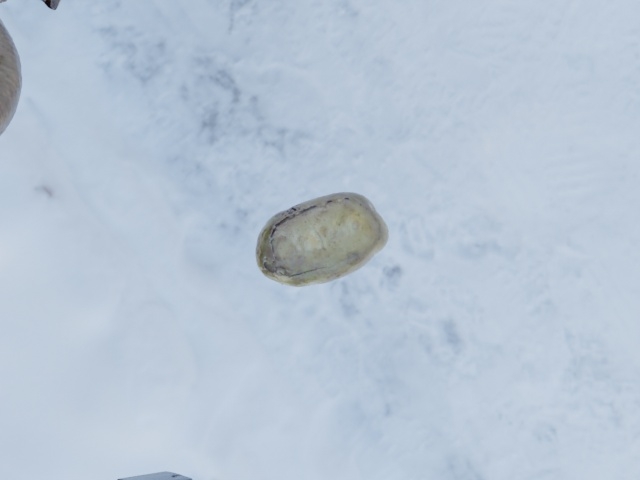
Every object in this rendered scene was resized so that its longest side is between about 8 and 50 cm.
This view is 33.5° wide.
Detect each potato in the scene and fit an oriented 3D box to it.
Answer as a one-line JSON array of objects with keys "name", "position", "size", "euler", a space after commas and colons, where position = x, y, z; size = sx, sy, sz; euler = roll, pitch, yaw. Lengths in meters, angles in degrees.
[{"name": "potato", "position": [0.000, 0.000, 1.326], "size": [0.170, 0.080, 0.107], "euler": [-24, 89, -8]}]

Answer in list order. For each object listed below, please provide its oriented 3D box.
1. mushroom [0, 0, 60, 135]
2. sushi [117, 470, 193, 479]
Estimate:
[{"name": "mushroom", "position": [-0.492, -0.259, 1.336], "size": [0.356, 0.334, 0.331], "euler": [-2, 124, 23]}, {"name": "sushi", "position": [-0.123, 0.241, 0.888], "size": [0.084, 0.056, 0.083], "euler": [-2, 85, 41]}]
